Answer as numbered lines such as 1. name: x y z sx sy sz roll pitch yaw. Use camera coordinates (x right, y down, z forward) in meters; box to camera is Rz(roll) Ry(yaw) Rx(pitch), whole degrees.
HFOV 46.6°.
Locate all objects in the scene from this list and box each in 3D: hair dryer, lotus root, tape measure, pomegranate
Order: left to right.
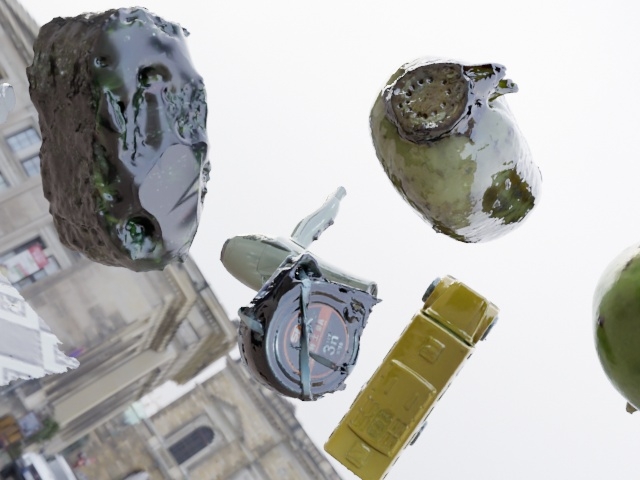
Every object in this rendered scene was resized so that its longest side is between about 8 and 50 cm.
1. tape measure: -0.011 0.061 0.510 0.091 0.094 0.054 34 -15 -23
2. hair dryer: 0.009 0.020 0.988 0.219 0.224 0.088 36 -36 40
3. lotus root: 0.154 -0.082 0.778 0.173 0.173 0.309 42 8 32
4. pomegranate: 0.482 0.162 0.944 0.309 0.216 0.359 25 -42 18

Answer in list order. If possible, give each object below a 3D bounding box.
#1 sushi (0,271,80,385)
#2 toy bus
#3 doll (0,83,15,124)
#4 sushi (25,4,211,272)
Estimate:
1. sushi: -0.185 0.029 0.315 0.120 0.026 0.126 44 16 16
2. toy bus: 0.140 0.213 1.148 0.121 0.336 0.123 35 3 14
3. doll: -0.255 -0.111 0.509 0.040 0.085 0.058 111 -23 -59
4. sushi: -0.167 -0.086 0.651 0.127 0.124 0.225 10 -74 39
